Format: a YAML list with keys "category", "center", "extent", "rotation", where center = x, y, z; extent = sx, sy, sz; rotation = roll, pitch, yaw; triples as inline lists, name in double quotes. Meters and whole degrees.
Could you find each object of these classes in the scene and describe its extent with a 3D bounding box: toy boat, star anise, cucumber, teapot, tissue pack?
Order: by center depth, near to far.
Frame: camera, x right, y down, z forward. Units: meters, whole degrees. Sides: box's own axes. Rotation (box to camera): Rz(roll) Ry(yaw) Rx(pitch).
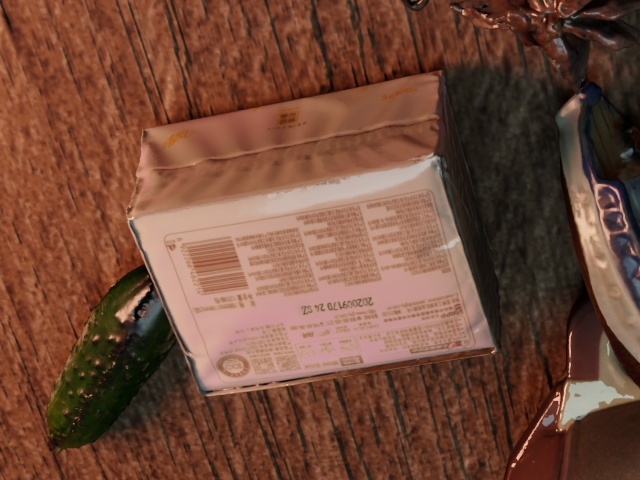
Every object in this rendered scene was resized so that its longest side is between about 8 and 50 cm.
- category: "star anise"
  center: [0.163, -0.163, 1.269]
  extent: [0.124, 0.056, 0.129]
  rotation: [32, 138, -12]
- category: "toy boat"
  center: [0.250, 0.008, 1.336]
  extent: [0.115, 0.114, 0.262]
  rotation: [-14, 100, 33]
- category: "tissue pack"
  center: [0.000, 0.000, 1.372]
  extent: [0.225, 0.124, 0.185]
  rotation: [-10, 127, 12]
- category: "teapot"
  center: [0.298, 0.175, 1.452]
  extent: [0.312, 0.233, 0.315]
  rotation: [10, 100, 3]
- category: "cucumber"
  center: [-0.164, 0.095, 1.501]
  extent: [0.069, 0.069, 0.227]
  rotation: [24, 130, -14]

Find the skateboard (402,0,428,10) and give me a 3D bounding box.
- category: "skateboard"
  center: [0.099, -0.205, 1.231]
  extent: [0.151, 0.080, 0.067]
  rotation: [-31, 126, 28]
